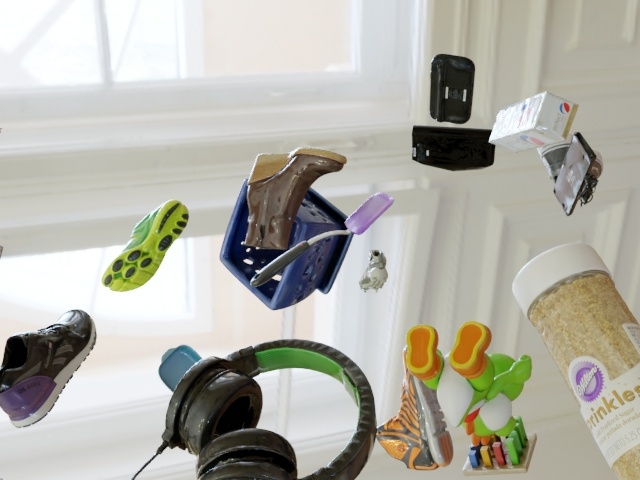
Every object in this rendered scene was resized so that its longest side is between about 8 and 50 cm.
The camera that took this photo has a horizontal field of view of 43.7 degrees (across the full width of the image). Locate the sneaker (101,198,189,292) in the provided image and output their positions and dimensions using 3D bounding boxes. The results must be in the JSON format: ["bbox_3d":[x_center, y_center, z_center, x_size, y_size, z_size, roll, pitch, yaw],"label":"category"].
[{"bbox_3d":[-0.458,0.019,2.103,0.109,0.295,0.123,45,165,-21],"label":"sneaker"}]

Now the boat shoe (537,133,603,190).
[{"bbox_3d":[0.565,-0.150,1.768,0.108,0.301,0.102,-19,72,26],"label":"boat shoe"}]

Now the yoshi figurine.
[{"bbox_3d":[0.309,0.260,1.589,0.362,0.203,0.203,51,-179,-45],"label":"yoshi figurine"}]

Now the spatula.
[{"bbox_3d":[0.000,0.000,1.442,0.030,0.296,0.084,63,172,-26],"label":"spatula"}]

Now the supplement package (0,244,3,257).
[{"bbox_3d":[-0.656,0.141,1.297,0.175,0.178,0.292,-20,59,52],"label":"supplement package"}]

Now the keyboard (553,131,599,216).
[{"bbox_3d":[0.491,-0.115,1.504,0.192,0.038,0.100,85,169,-59],"label":"keyboard"}]

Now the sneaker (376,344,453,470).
[{"bbox_3d":[0.215,0.431,2.045,0.180,0.125,0.321,-18,74,30],"label":"sneaker"}]

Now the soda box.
[{"bbox_3d":[0.398,-0.219,1.508,0.216,0.069,0.073,-179,109,-81],"label":"soda box"}]

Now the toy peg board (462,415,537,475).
[{"bbox_3d":[0.443,0.509,2.003,0.161,0.161,0.079,-11,103,28],"label":"toy peg board"}]

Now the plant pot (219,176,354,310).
[{"bbox_3d":[-0.066,0.000,1.862,0.236,0.212,0.236,40,121,37],"label":"plant pot"}]

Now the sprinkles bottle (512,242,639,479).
[{"bbox_3d":[0.359,0.170,0.956,0.121,0.121,0.355,106,150,-47],"label":"sprinkles bottle"}]

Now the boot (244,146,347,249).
[{"bbox_3d":[-0.054,-0.082,1.653,0.248,0.090,0.206,0,81,39],"label":"boot"}]

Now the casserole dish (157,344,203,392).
[{"bbox_3d":[-0.324,0.343,1.970,0.188,0.114,0.037,49,149,-12],"label":"casserole dish"}]

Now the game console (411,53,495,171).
[{"bbox_3d":[0.335,-0.307,1.975,0.361,0.213,0.044,83,-164,-50],"label":"game console"}]

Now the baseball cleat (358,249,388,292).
[{"bbox_3d":[0.160,0.087,2.337,0.206,0.072,0.109,134,139,-72],"label":"baseball cleat"}]

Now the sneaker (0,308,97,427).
[{"bbox_3d":[-0.509,0.198,1.473,0.283,0.107,0.124,-77,-32,-55],"label":"sneaker"}]

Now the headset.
[{"bbox_3d":[-0.115,0.279,1.025,0.243,0.394,0.185,51,156,46],"label":"headset"}]

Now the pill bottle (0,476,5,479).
[{"bbox_3d":[-0.535,0.415,1.192,0.180,0.108,0.107,1,-98,-88],"label":"pill bottle"}]
